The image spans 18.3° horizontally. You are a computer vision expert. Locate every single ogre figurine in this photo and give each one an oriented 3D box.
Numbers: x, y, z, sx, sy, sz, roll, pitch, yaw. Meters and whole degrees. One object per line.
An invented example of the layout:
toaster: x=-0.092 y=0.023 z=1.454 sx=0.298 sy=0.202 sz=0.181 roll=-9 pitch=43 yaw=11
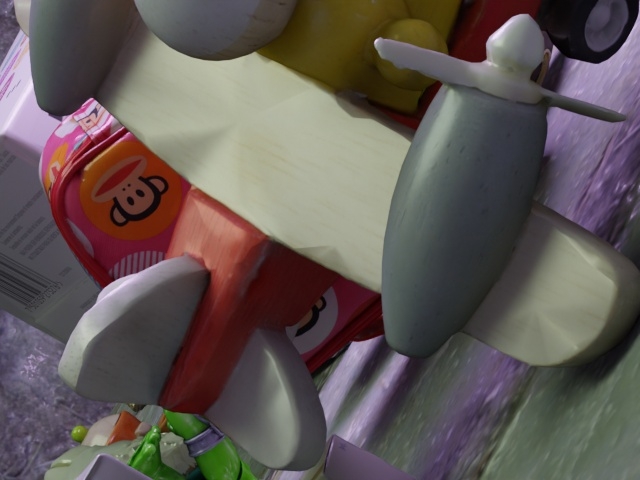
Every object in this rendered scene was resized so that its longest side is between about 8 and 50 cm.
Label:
ogre figurine: x=-0.110 y=0.222 z=1.508 sx=0.197 sy=0.118 sz=0.097 roll=-62 pitch=8 yaw=-16

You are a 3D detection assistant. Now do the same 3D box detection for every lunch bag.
lunch bag: x=-0.012 y=-0.037 z=1.318 sx=0.293 sy=0.258 sz=0.120 roll=-40 pitch=20 yaw=-1

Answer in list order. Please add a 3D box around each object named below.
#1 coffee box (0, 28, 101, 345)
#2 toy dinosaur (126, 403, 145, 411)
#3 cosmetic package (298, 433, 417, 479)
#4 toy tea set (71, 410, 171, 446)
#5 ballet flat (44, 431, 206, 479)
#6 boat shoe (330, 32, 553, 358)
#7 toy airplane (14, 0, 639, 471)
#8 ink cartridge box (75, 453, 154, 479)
coffee box: x=-0.120 y=-0.086 z=1.785 sx=0.338 sy=0.338 sz=0.334 roll=-32 pitch=30 yaw=59
toy dinosaur: x=-0.108 y=0.148 z=1.989 sx=0.211 sy=0.112 sz=0.064 roll=13 pitch=-94 yaw=-56
cosmetic package: x=0.001 y=0.173 z=1.152 sx=0.115 sy=0.060 sz=0.041 roll=-57 pitch=8 yaw=32
toy tea set: x=-0.173 y=0.165 z=2.197 sx=0.336 sy=0.124 sz=0.200 roll=-60 pitch=7 yaw=-2
ballet flat: x=-0.244 y=0.291 z=2.018 sx=0.409 sy=0.147 sz=0.147 roll=-54 pitch=9 yaw=43
boat shoe: x=0.062 y=-0.039 z=1.464 sx=0.116 sy=0.097 sz=0.324 roll=42 pitch=110 yaw=42
toy airplane: x=-0.025 y=-0.075 z=1.066 sx=0.386 sy=0.272 sz=0.384 roll=-16 pitch=57 yaw=25
ink cartridge box: x=-0.120 y=0.238 z=1.341 sx=0.092 sy=0.160 sz=0.219 roll=-63 pitch=6 yaw=-24
